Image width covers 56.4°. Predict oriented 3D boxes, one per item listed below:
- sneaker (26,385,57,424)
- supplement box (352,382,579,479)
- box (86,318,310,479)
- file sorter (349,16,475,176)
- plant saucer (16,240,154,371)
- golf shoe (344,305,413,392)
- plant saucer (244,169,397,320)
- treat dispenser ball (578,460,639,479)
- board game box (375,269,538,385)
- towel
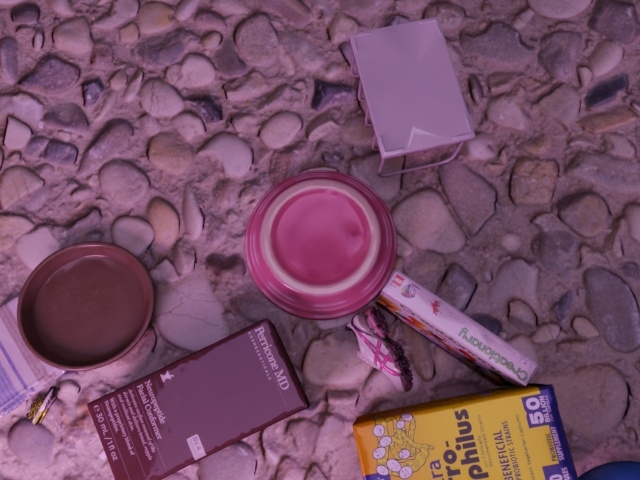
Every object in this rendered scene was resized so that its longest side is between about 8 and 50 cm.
[{"bbox_3d":[-0.575,0.335,1.226,0.035,0.031,0.083,26,78,8],"label":"sneaker"},{"bbox_3d":[0.254,0.392,1.096,0.356,0.195,0.194,-13,76,4],"label":"supplement box"},{"bbox_3d":[-0.229,0.323,1.170,0.381,0.143,0.191,-26,77,-7],"label":"box"},{"bbox_3d":[0.184,-0.298,1.292,0.192,0.173,0.278,-13,77,-3],"label":"file sorter"},{"bbox_3d":[-0.485,0.136,1.250,0.277,0.041,0.278,1,69,-4],"label":"plant saucer"},{"bbox_3d":[0.123,0.232,1.228,0.086,0.067,0.186,-34,77,21],"label":"golf shoe"},{"bbox_3d":[0.000,0.000,1.270,0.332,0.084,0.332,0,76,1],"label":"plant saucer"},{"bbox_3d":[0.552,0.531,1.024,0.288,0.288,0.288,0,76,1],"label":"treat dispenser ball"},{"bbox_3d":[0.252,0.177,1.166,0.305,0.193,0.053,34,79,9],"label":"board game box"},{"bbox_3d":[-0.654,0.247,1.250,0.285,0.034,0.209,-37,76,-9],"label":"towel"}]
